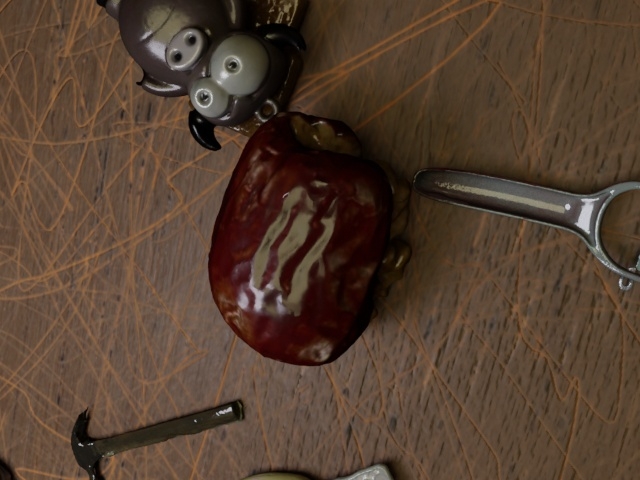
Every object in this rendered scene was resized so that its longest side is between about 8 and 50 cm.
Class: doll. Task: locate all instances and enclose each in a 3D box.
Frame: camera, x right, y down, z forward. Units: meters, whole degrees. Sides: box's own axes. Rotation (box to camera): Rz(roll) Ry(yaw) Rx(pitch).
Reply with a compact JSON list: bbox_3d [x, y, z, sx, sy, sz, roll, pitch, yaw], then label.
[{"bbox_3d":[-0.143,-0.235,0.867,0.182,0.117,0.257,-45,82,15],"label":"doll"}]

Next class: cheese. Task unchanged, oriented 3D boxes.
[{"bbox_3d":[-0.017,0.354,0.977,0.255,0.050,0.127,-28,85,19],"label":"cheese"}]

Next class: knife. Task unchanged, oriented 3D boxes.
[{"bbox_3d":[0.242,-0.033,0.833,0.278,0.053,0.123,16,106,18],"label":"knife"}]

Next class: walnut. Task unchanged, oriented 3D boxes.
[{"bbox_3d":[0.000,0.000,0.849,0.244,0.221,0.269,13,111,-14],"label":"walnut"}]

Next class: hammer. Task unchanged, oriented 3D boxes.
[{"bbox_3d":[-0.242,0.282,1.060,0.297,0.027,0.125,-18,95,21],"label":"hammer"}]

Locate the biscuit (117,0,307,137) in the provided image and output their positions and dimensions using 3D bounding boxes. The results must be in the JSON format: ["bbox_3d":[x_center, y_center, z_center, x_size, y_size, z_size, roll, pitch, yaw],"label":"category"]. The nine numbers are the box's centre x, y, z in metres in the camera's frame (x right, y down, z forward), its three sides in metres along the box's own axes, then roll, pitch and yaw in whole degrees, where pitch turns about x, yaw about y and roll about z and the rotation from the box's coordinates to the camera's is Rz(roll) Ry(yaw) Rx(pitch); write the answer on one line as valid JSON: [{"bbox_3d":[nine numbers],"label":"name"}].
[{"bbox_3d":[-0.127,-0.269,0.942,0.278,0.043,0.301,-15,94,19],"label":"biscuit"}]

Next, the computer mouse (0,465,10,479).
[{"bbox_3d":[-0.591,0.494,1.190,0.158,0.072,0.310,18,103,19],"label":"computer mouse"}]
